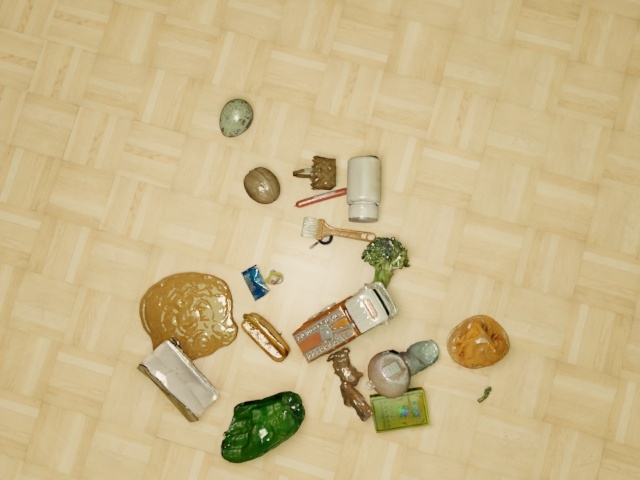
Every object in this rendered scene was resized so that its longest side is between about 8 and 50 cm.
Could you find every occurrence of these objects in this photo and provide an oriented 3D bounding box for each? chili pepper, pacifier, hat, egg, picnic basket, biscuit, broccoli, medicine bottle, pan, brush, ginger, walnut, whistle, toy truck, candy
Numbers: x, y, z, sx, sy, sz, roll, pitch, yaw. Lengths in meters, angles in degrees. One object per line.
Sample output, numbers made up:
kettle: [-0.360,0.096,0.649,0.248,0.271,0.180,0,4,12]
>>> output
chili pepper: [-0.222,0.730,1.740,0.385,0.213,0.167,-34,129,17]
pacifier: [-0.191,0.149,1.846,0.068,0.083,0.064,17,42,-29]
hat: [0.641,0.411,1.705,0.244,0.233,0.233,29,88,5]
egg: [-0.357,-0.511,1.864,0.132,0.132,0.172,36,98,4]
picnic basket: [-0.026,-0.279,1.834,0.178,0.128,0.138,1,83,-8]
biscuit: [-0.548,0.312,1.835,0.385,0.062,0.365,-15,86,1]
broccoli: [0.269,0.112,1.812,0.198,0.177,0.275,-24,117,-33]
medicine bottle: [0.177,-0.205,1.815,0.143,0.143,0.258,2,84,2]
pan: [0.000,0.000,1.862,0.115,0.023,0.068,-36,86,-5]
brush: [0.078,-0.033,1.847,0.314,0.017,0.090,9,83,-1]
ginger: [0.124,0.579,1.784,0.122,0.084,0.290,-22,77,2]
walnut: [-0.241,-0.225,1.835,0.140,0.140,0.162,-35,96,-1]
chili pepper: [0.665,0.623,1.791,0.027,0.022,0.083,38,91,3]
whistle: [0.322,0.505,1.764,0.348,0.189,0.189,-22,84,-22]
toy truck: [0.090,0.315,1.701,0.387,0.207,0.173,-34,81,19]
candy: [-0.270,0.177,1.846,0.088,0.038,0.136,-28,86,19]

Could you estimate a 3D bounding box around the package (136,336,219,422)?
package: [-0.552,0.549,1.756,0.311,0.221,0.165,46,58,-1]

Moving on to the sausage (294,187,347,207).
sausage: [0.010,-0.181,1.874,0.253,0.034,0.034,-15,85,1]

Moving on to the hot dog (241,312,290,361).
hot dog: [-0.224,0.386,1.817,0.250,0.076,0.104,42,107,8]

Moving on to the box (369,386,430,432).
box: [0.315,0.677,1.777,0.220,0.064,0.141,-10,84,3]
